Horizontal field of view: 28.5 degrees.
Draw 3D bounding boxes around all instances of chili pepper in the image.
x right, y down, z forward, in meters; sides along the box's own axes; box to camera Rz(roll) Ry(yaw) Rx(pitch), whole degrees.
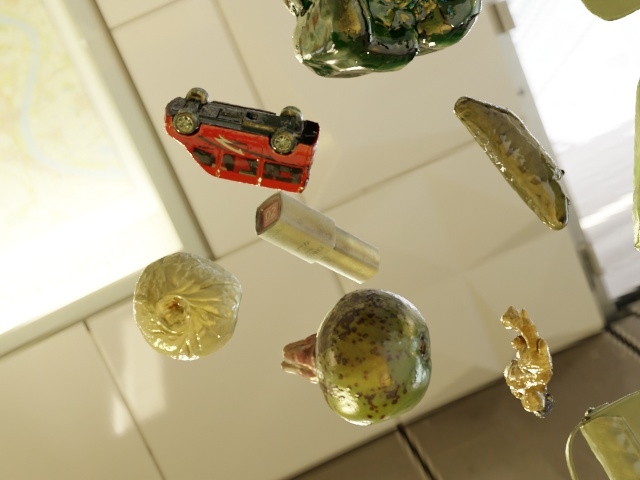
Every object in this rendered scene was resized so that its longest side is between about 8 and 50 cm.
[{"bbox_3d":[0.072,-0.338,1.680,0.248,0.233,0.256,-17,-174,-25],"label":"chili pepper"}]

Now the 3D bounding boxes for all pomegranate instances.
[{"bbox_3d":[0.051,0.179,1.947,0.247,0.214,0.214,-4,-156,28],"label":"pomegranate"}]

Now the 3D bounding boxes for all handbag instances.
[{"bbox_3d":[0.485,0.363,1.913,0.219,0.256,0.079,-21,158,-21],"label":"handbag"}]

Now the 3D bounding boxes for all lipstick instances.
[{"bbox_3d":[0.000,0.000,2.324,0.079,0.252,0.077,-36,-140,36],"label":"lipstick"}]

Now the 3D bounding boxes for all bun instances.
[{"bbox_3d":[-0.289,0.129,2.635,0.243,0.244,0.153,-18,168,19],"label":"bun"}]

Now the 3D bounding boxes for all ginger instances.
[{"bbox_3d":[0.334,0.200,2.037,0.052,0.193,0.176,-25,-173,-10],"label":"ginger"}]

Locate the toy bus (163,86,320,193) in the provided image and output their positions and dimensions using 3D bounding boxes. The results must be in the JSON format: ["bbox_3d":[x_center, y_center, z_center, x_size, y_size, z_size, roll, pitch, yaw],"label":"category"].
[{"bbox_3d":[-0.102,-0.125,1.580,0.195,0.089,0.081,11,-150,0],"label":"toy bus"}]

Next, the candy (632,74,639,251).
[{"bbox_3d":[0.496,-0.117,1.765,0.142,0.132,0.344,-35,-153,39],"label":"candy"}]

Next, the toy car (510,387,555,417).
[{"bbox_3d":[0.362,0.264,2.165,0.041,0.093,0.025,-51,-170,-19],"label":"toy car"}]

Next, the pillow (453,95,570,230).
[{"bbox_3d":[0.291,-0.124,1.831,0.093,0.241,0.051,-35,172,-37],"label":"pillow"}]

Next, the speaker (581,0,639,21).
[{"bbox_3d":[0.417,-0.563,2.006,0.183,0.406,0.184,-28,-145,25],"label":"speaker"}]
